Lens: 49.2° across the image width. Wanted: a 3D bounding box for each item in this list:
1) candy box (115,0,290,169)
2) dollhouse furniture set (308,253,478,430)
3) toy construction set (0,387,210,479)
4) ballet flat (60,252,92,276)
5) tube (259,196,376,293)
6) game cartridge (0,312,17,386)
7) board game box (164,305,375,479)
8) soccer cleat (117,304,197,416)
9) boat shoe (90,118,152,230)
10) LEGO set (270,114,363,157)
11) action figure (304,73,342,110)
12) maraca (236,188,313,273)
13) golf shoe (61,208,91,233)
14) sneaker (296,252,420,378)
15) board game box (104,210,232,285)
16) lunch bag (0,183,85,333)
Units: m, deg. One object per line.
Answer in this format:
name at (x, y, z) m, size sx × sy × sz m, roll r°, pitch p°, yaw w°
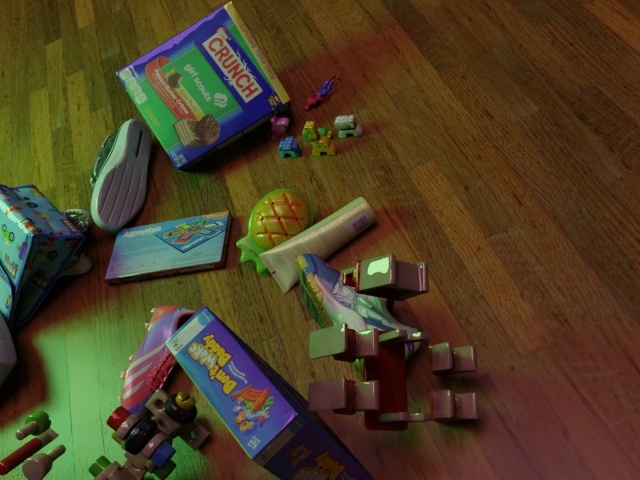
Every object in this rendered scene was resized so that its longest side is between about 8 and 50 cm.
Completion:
candy box at (-0.268, -0.357, 1.658) m, size 0.317 × 0.268 × 0.122 m, roll -32°, pitch 6°, yaw -1°
dollhouse furniture set at (0.100, 0.162, 1.086) m, size 0.135 × 0.262 × 0.259 m, roll -23°, pitch 60°, yaw 51°
toy construction set at (-0.339, 0.355, 1.185) m, size 0.309 × 0.257 × 0.237 m, roll 12°, pitch 13°, yaw 11°
ballet flat at (-0.607, 0.057, 1.613) m, size 0.168 × 0.052 × 0.057 m, roll -13°, pitch 50°, yaw 12°
tube at (0.000, 0.000, 1.406) m, size 0.240 × 0.062 × 0.070 m, roll -35°, pitch 56°, yaw -9°
game cartridge at (-0.747, 0.232, 1.484) m, size 0.297 × 0.062 × 0.198 m, roll 38°, pitch 92°, yaw 39°
board game box at (-0.058, 0.264, 1.024) m, size 0.078 × 0.347 × 0.233 m, roll -43°, pitch 50°, yaw -7°
soccer cleat at (-0.308, 0.231, 1.339) m, size 0.095 × 0.083 × 0.248 m, roll 0°, pitch 50°, yaw 16°
boat shoe at (-0.499, -0.149, 1.712) m, size 0.119 × 0.121 × 0.335 m, roll -21°, pitch 43°, yaw 31°
LEGO set at (-0.028, -0.248, 1.600) m, size 0.227 × 0.093 × 0.087 m, roll 0°, pitch 53°, yaw 22°
action figure at (0.004, -0.361, 1.723) m, size 0.115 × 0.030 × 0.038 m, roll -43°, pitch 44°, yaw -8°
maraca at (-0.092, -0.020, 1.440) m, size 0.127 × 0.099 × 0.185 m, roll 33°, pitch 83°, yaw 9°
golf shoe at (-0.583, -0.051, 1.654) m, size 0.176 × 0.069 × 0.086 m, roll -17°, pitch 28°, yaw 43°
sneaker at (0.065, 0.121, 1.273) m, size 0.131 × 0.111 × 0.296 m, roll -27°, pitch 54°, yaw -16°
board game box at (-0.336, 0.017, 1.554) m, size 0.281 × 0.027 × 0.145 m, roll -9°, pitch 51°, yaw 15°
lunch bag at (-0.694, 0.048, 1.572) m, size 0.221 × 0.138 × 0.293 m, roll 39°, pitch 108°, yaw 28°
